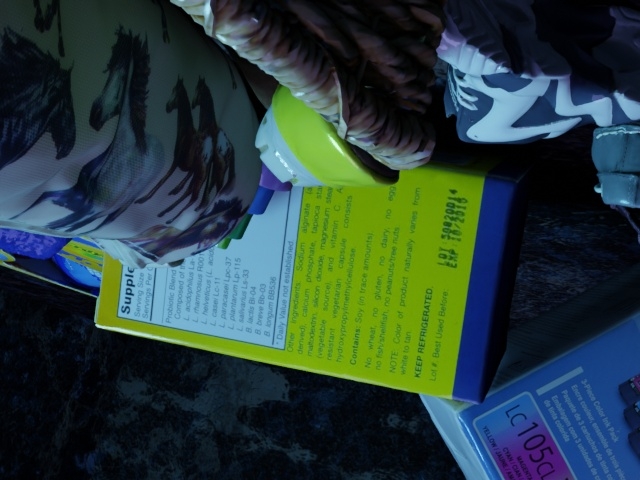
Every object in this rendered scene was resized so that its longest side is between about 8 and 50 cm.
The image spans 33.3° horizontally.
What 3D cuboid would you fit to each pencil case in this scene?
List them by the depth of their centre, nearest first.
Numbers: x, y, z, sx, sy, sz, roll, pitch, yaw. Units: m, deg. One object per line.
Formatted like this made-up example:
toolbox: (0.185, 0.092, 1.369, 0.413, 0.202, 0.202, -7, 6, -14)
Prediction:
pencil case: (-0.156, -0.071, 0.582, 0.160, 0.183, 0.410, 14, 179, 14)

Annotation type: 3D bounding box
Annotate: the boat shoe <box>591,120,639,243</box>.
boat shoe: (0.288, -0.028, 0.919, 0.116, 0.099, 0.319, 6, 166, 23)

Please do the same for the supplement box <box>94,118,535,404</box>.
supplement box: (0.000, 0.000, 0.988, 0.357, 0.194, 0.195, 10, -169, 14)

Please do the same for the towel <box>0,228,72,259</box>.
towel: (-0.338, -0.121, 0.968, 0.308, 0.227, 0.076, 22, -156, -28)

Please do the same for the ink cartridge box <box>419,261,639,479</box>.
ink cartridge box: (0.313, 0.121, 1.049, 0.396, 0.151, 0.270, -29, 180, -3)

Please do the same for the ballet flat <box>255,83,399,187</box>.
ballet flat: (0.003, -0.070, 0.592, 0.077, 0.231, 0.077, -34, 108, 18)

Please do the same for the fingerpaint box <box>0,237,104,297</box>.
fingerpaint box: (-0.217, -0.008, 1.361, 0.371, 0.163, 0.445, -1, 161, 46)

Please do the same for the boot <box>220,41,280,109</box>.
boot: (-0.029, -0.156, 0.768, 0.115, 0.112, 0.305, 42, 178, 14)

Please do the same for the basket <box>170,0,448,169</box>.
basket: (-0.092, -0.174, 0.401, 0.214, 0.223, 0.299, 3, 165, 36)

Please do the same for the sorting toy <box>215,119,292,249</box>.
sorting toy: (-0.200, -0.095, 0.857, 0.366, 0.126, 0.127, 26, -163, -4)

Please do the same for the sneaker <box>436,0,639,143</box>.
sneaker: (0.101, -0.121, 0.715, 0.235, 0.094, 0.153, 9, 162, -30)
